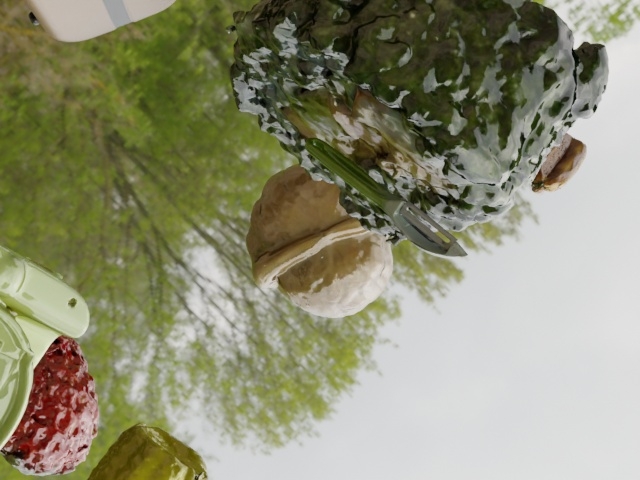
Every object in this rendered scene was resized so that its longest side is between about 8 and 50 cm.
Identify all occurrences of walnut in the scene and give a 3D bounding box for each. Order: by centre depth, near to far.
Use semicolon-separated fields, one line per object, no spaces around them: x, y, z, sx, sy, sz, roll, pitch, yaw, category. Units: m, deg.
0.000;0.000;1.648;0.285;0.296;0.285;-25;177;-1;walnut

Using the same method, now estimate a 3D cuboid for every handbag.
-0.260;-0.384;1.122;0.283;0.149;0.302;-22;172;-6;handbag

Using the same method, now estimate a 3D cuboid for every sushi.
0.062;-0.152;0.858;0.178;0.294;0.352;-52;-166;-14;sushi

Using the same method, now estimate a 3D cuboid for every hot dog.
0.263;-0.085;1.008;0.122;0.049;0.037;-42;157;-44;hot dog

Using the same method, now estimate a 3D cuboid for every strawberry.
-0.388;0.227;1.339;0.111;0.190;0.236;-16;-119;31;strawberry

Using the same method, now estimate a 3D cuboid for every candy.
-0.213;0.287;0.938;0.199;0.094;0.106;-50;-129;-1;candy

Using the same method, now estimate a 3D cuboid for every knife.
0.049;-0.033;0.728;0.184;0.022;0.026;41;-58;31;knife

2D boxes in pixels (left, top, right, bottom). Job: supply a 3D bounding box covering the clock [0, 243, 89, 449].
-0.446;0.149;0.993;0.117;0.286;0.348;20;-104;41;clock
